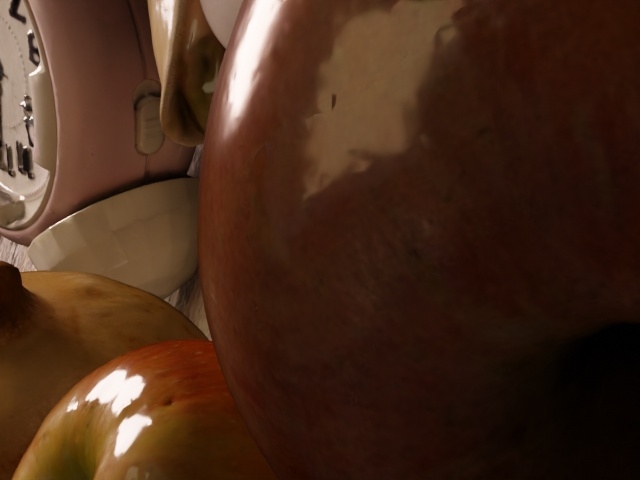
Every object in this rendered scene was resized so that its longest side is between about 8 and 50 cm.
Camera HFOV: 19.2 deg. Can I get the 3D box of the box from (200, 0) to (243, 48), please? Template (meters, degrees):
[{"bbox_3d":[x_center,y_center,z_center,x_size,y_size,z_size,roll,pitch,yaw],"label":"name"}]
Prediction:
[{"bbox_3d":[0.041,-0.248,1.030,0.349,0.141,0.288,149,137,-68],"label":"box"}]

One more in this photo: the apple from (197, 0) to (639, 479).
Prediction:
[{"bbox_3d":[0.088,-0.018,0.496,0.253,0.253,0.253,-163,90,-74],"label":"apple"}]

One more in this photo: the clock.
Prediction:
[{"bbox_3d":[-0.206,-0.135,1.473,0.342,0.184,0.325,36,127,50],"label":"clock"}]

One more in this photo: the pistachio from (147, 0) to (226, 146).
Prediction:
[{"bbox_3d":[-0.050,-0.165,1.279,0.144,0.144,0.215,163,118,-71],"label":"pistachio"}]

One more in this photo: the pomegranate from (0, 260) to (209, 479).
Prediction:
[{"bbox_3d":[-0.176,0.161,1.137,0.307,0.307,0.307,-163,90,-74],"label":"pomegranate"}]

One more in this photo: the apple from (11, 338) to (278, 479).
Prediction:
[{"bbox_3d":[-0.055,0.156,0.900,0.235,0.173,0.210,5,74,65],"label":"apple"}]
